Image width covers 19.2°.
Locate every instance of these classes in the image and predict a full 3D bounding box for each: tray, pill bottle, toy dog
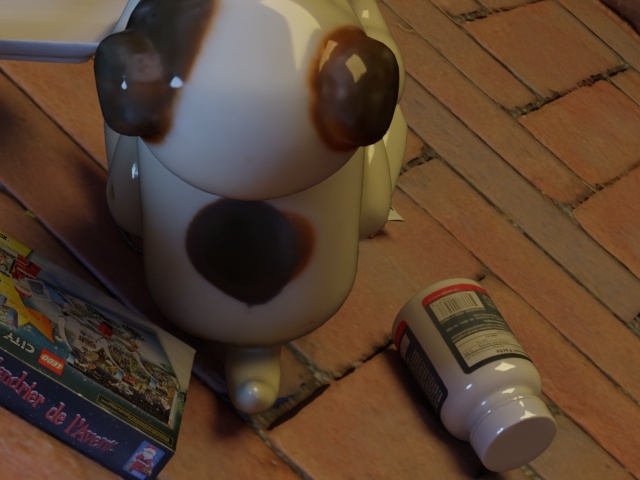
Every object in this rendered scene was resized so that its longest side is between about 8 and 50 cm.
[{"bbox_3d":[-0.307,-0.194,1.727,0.270,0.030,0.145,4,24,8],"label":"tray"},{"bbox_3d":[0.153,0.134,1.851,0.108,0.108,0.180,15,34,-42],"label":"pill bottle"},{"bbox_3d":[-0.073,-0.090,1.557,0.285,0.408,0.395,11,67,2],"label":"toy dog"}]

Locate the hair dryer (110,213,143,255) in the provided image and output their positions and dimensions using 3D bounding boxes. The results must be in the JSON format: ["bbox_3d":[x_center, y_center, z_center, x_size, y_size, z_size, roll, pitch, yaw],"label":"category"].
[{"bbox_3d":[-0.114,-0.073,1.873,0.224,0.080,0.293,20,29,-34],"label":"hair dryer"}]

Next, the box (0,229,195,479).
[{"bbox_3d":[-0.214,0.082,1.500,0.233,0.044,0.159,33,24,-13],"label":"box"}]

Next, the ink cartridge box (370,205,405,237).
[{"bbox_3d":[0.038,-0.033,2.081,0.063,0.029,0.115,50,25,24],"label":"ink cartridge box"}]
